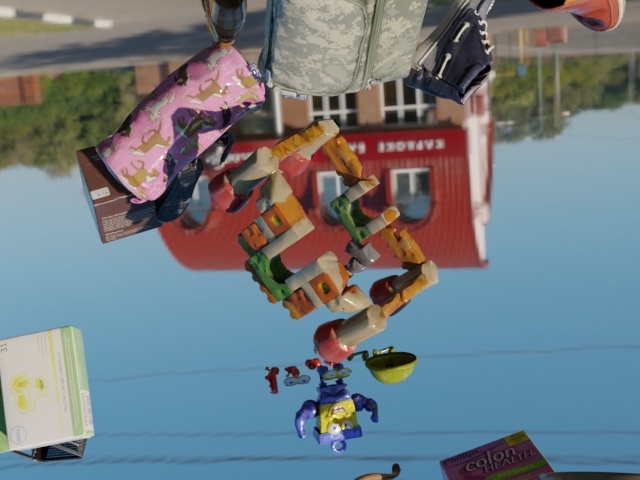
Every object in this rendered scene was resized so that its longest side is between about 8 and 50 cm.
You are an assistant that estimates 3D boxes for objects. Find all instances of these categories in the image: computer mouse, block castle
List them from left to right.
[{"bbox_3d":[-0.309,-0.166,2.122,0.060,0.262,0.184,40,-146,20],"label":"computer mouse"},{"bbox_3d":[0.000,0.000,1.816,0.213,0.453,0.303,-34,-179,44],"label":"block castle"}]

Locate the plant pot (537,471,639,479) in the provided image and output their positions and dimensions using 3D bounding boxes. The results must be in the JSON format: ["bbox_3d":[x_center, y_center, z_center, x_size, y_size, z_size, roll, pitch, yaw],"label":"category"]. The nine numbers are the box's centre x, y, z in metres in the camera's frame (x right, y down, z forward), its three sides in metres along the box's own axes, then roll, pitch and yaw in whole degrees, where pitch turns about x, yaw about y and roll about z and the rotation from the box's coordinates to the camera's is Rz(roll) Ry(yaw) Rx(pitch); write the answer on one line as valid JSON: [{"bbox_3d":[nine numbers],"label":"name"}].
[{"bbox_3d":[0.540,0.556,1.520,0.323,0.280,0.323,4,160,1],"label":"plant pot"}]

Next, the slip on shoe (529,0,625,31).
[{"bbox_3d":[0.344,-0.375,1.283,0.123,0.101,0.331,27,-176,38],"label":"slip on shoe"}]

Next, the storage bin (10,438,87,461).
[{"bbox_3d":[-0.680,0.492,2.211,0.180,0.084,0.122,-14,145,32],"label":"storage bin"}]

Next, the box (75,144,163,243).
[{"bbox_3d":[-0.501,-0.127,2.224,0.168,0.167,0.203,-17,155,-17],"label":"box"}]

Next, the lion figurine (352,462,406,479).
[{"bbox_3d":[0.067,0.583,1.660,0.240,0.392,0.142,30,140,-35],"label":"lion figurine"}]

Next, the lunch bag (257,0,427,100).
[{"bbox_3d":[0.023,-0.392,1.504,0.256,0.212,0.305,-15,153,-14],"label":"lunch bag"}]

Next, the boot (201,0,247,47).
[{"bbox_3d":[-0.190,-0.533,1.735,0.109,0.283,0.220,-10,174,-10],"label":"boot"}]

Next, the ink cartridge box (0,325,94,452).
[{"bbox_3d":[-0.474,0.237,1.355,0.235,0.171,0.056,-11,167,2],"label":"ink cartridge box"}]

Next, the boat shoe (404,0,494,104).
[{"bbox_3d":[0.344,-0.449,2.014,0.158,0.340,0.127,31,162,21],"label":"boat shoe"}]

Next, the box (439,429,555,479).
[{"bbox_3d":[0.406,0.558,1.935,0.213,0.117,0.243,-19,-158,-4],"label":"box"}]

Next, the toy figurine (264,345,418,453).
[{"bbox_3d":[0.054,0.393,2.114,0.362,0.217,0.191,-7,-177,-16],"label":"toy figurine"}]

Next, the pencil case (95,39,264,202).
[{"bbox_3d":[-0.295,-0.253,1.890,0.386,0.160,0.167,-42,-125,-4],"label":"pencil case"}]
